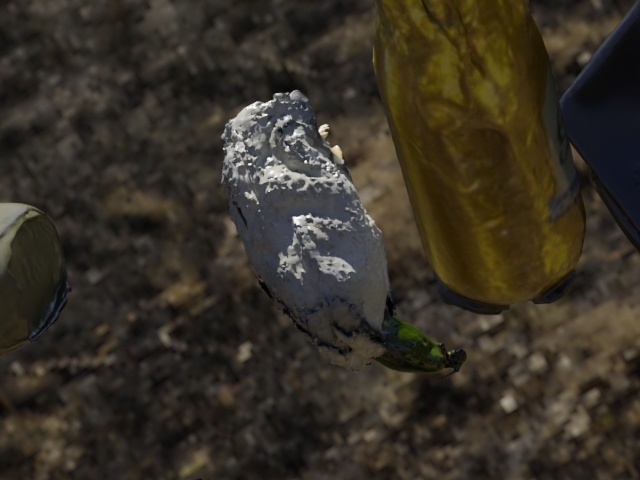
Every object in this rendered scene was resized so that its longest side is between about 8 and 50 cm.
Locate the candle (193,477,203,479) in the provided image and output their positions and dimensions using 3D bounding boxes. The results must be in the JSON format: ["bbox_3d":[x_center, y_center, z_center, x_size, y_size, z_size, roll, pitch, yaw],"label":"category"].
[{"bbox_3d":[-0.053,0.342,1.439,0.048,0.329,0.051,-24,-19,7],"label":"candle"}]

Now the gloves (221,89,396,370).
[{"bbox_3d":[-0.004,0.002,1.037,0.070,0.153,0.114,-26,-20,4],"label":"gloves"}]

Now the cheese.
[{"bbox_3d":[-0.298,0.026,1.401,0.202,0.091,0.175,5,24,13],"label":"cheese"}]

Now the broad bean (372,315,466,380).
[{"bbox_3d":[0.018,0.055,1.709,0.065,0.254,0.046,-47,16,22],"label":"broad bean"}]

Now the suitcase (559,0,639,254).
[{"bbox_3d":[0.436,-0.111,1.937,0.188,0.345,0.339,-3,-40,-48],"label":"suitcase"}]

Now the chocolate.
[{"bbox_3d":[0.121,-0.114,1.587,0.162,0.445,0.162,-8,54,11],"label":"chocolate"}]
